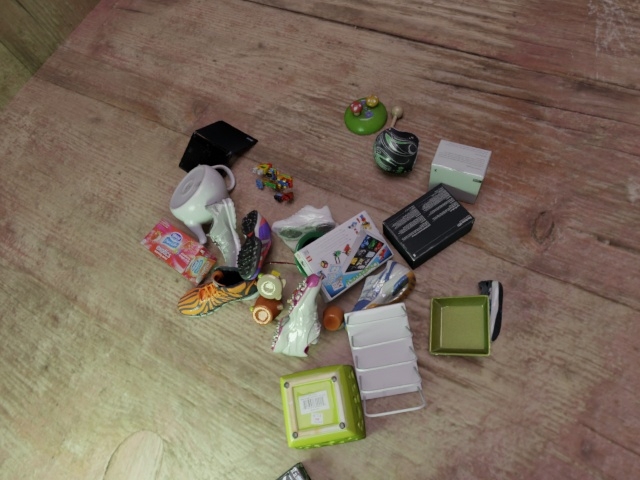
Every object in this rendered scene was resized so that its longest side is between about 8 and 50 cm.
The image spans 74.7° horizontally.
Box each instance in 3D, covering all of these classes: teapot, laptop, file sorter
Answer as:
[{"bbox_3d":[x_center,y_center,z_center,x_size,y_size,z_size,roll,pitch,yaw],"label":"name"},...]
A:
[{"bbox_3d":[-0.446,-0.160,1.641,0.256,0.187,0.253,-44,38,10],"label":"teapot"},{"bbox_3d":[-0.447,-0.379,1.827,0.234,0.136,0.265,32,101,22],"label":"laptop"},{"bbox_3d":[0.191,0.348,1.249,0.192,0.173,0.278,-12,89,4],"label":"file sorter"}]

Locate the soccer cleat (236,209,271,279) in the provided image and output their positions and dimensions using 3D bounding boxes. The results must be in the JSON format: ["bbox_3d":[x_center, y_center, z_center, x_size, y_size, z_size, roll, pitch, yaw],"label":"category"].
[{"bbox_3d":[-0.221,0.025,1.495,0.108,0.116,0.318,-33,38,21],"label":"soccer cleat"}]

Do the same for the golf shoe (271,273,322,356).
[{"bbox_3d":[-0.046,0.242,1.319,0.140,0.115,0.306,24,116,-6],"label":"golf shoe"}]

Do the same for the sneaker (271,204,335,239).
[{"bbox_3d":[-0.066,-0.074,1.540,0.232,0.090,0.115,-7,57,-3],"label":"sneaker"}]

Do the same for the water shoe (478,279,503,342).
[{"bbox_3d":[0.541,0.229,1.360,0.080,0.073,0.203,-1,65,40],"label":"water shoe"}]

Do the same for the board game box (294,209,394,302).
[{"bbox_3d":[0.087,0.049,1.428,0.305,0.053,0.193,-31,87,-27],"label":"board game box"}]

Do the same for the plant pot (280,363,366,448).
[{"bbox_3d":[0.001,0.492,1.253,0.228,0.207,0.227,-13,65,5],"label":"plant pot"}]

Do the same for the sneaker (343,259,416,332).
[{"bbox_3d":[0.183,0.192,1.425,0.296,0.112,0.131,-40,44,-7],"label":"sneaker"}]

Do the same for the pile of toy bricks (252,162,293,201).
[{"bbox_3d":[-0.163,-0.240,1.678,0.212,0.118,0.105,25,44,36],"label":"pile of toy bricks"}]

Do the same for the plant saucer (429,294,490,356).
[{"bbox_3d":[0.445,0.273,1.330,0.188,0.045,0.189,-8,62,34],"label":"plant saucer"}]

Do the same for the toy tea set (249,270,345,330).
[{"bbox_3d":[-0.080,0.235,1.437,0.335,0.124,0.200,28,108,2],"label":"toy tea set"}]

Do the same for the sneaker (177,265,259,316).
[{"bbox_3d":[-0.377,0.166,1.478,0.320,0.180,0.125,-21,64,1],"label":"sneaker"}]

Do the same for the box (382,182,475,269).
[{"bbox_3d":[0.377,-0.049,1.482,0.261,0.103,0.184,-33,62,-6],"label":"box"}]

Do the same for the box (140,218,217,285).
[{"bbox_3d":[-0.532,0.041,1.578,0.256,0.123,0.128,29,73,29],"label":"box"}]

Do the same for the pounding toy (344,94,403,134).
[{"bbox_3d":[0.207,-0.532,1.723,0.236,0.110,0.183,24,73,19],"label":"pounding toy"}]

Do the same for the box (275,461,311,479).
[{"bbox_3d":[-0.077,0.844,1.181,0.242,0.076,0.307,-36,65,-6],"label":"box"}]

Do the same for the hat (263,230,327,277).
[{"bbox_3d":[-0.053,0.061,1.506,0.208,0.183,0.173,31,70,-19],"label":"hat"}]

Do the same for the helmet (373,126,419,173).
[{"bbox_3d":[0.280,-0.341,1.597,0.161,0.169,0.170,13,68,-2],"label":"helmet"}]

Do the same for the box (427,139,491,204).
[{"bbox_3d":[0.493,-0.243,1.504,0.180,0.182,0.119,19,69,17],"label":"box"}]

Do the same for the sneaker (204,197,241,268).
[{"bbox_3d":[-0.362,-0.011,1.548,0.115,0.105,0.282,-10,94,-18],"label":"sneaker"}]

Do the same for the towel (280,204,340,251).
[{"bbox_3d":[0.000,0.000,1.558,0.282,0.049,0.187,36,77,22],"label":"towel"}]
